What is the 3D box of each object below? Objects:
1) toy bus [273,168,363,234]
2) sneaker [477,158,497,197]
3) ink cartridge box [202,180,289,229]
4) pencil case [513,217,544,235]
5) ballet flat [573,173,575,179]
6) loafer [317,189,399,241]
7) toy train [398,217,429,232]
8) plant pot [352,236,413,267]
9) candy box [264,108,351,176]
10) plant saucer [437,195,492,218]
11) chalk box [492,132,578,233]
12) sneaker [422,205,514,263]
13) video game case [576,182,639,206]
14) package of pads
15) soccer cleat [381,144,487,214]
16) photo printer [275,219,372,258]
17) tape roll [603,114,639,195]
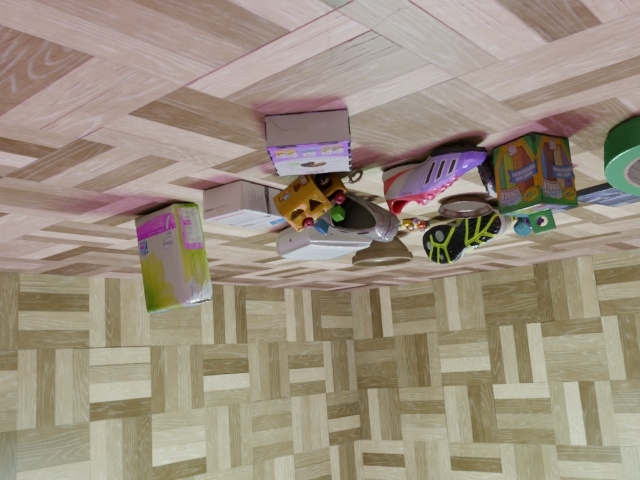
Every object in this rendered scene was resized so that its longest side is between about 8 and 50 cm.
[{"bbox_3d":[-0.021,-0.121,1.653,0.191,0.202,0.104,-4,141,42],"label":"toy bus"},{"bbox_3d":[0.481,-0.167,1.679,0.108,0.100,0.272,-27,162,36],"label":"sneaker"},{"bbox_3d":[-0.197,-0.093,1.801,0.148,0.085,0.203,-12,166,35],"label":"ink cartridge box"},{"bbox_3d":[0.750,-0.060,2.394,0.070,0.064,0.151,12,171,3],"label":"pencil case"},{"bbox_3d":[0.592,-0.154,1.820,0.203,0.074,0.074,-16,166,24],"label":"ballet flat"},{"bbox_3d":[0.055,-0.080,1.711,0.320,0.111,0.111,19,-178,37],"label":"loafer"},{"bbox_3d":[0.306,-0.043,2.369,0.167,0.046,0.125,-7,169,12],"label":"toy train"},{"bbox_3d":[0.239,0.036,2.599,0.238,0.109,0.237,-4,170,-1],"label":"plant pot"},{"bbox_3d":[-0.020,-0.196,1.361,0.165,0.070,0.196,-5,169,2],"label":"candy box"},{"bbox_3d":[0.454,-0.107,2.086,0.169,0.029,0.168,2,163,1],"label":"plant saucer"},{"bbox_3d":[0.500,-0.124,1.545,0.132,0.212,0.132,3,167,-32],"label":"chalk box"},{"bbox_3d":[0.509,-0.016,2.291,0.147,0.145,0.385,-14,175,-36],"label":"sneaker"},{"bbox_3d":[0.949,-0.148,2.102,0.274,0.026,0.196,5,166,-36],"label":"video game case"},{"bbox_3d":[-0.427,0.052,1.926,0.229,0.296,0.101,-14,174,43],"label":"package of pads"},{"bbox_3d":[0.275,-0.147,1.603,0.109,0.116,0.318,4,167,-38],"label":"soccer cleat"},{"bbox_3d":[0.000,0.000,2.321,0.256,0.107,0.308,2,169,-26],"label":"photo printer"},{"bbox_3d":[0.808,-0.190,1.483,0.322,0.077,0.321,7,162,2],"label":"tape roll"}]
